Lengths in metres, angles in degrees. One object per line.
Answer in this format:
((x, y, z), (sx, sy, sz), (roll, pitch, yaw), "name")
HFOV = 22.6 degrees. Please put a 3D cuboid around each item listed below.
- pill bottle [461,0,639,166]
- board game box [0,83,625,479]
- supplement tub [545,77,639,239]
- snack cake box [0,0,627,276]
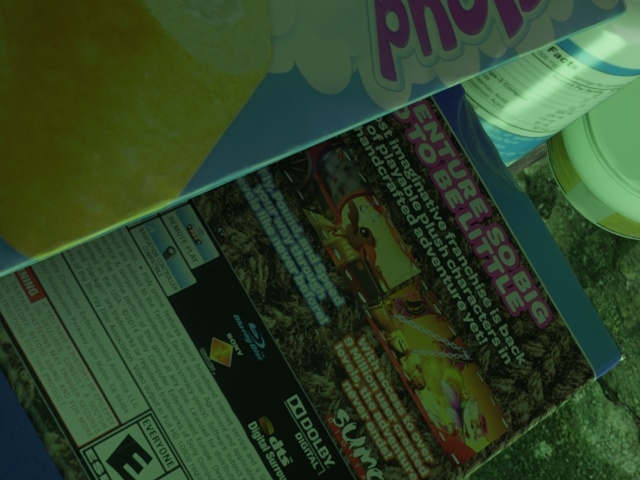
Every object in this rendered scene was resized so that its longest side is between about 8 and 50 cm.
((0.111, -0.123, 0.782), (0.124, 0.124, 0.221), (-26, 173, -45), "pill bottle")
((-0.049, 0.027, 0.677), (0.291, 0.232, 0.141), (-26, 174, -45), "board game box")
((0.363, -0.125, 1.663), (0.241, 0.241, 0.331), (-31, 176, 2), "supplement tub")
((-0.055, -0.054, 0.466), (0.264, 0.089, 0.152), (-26, -175, -40), "snack cake box")
